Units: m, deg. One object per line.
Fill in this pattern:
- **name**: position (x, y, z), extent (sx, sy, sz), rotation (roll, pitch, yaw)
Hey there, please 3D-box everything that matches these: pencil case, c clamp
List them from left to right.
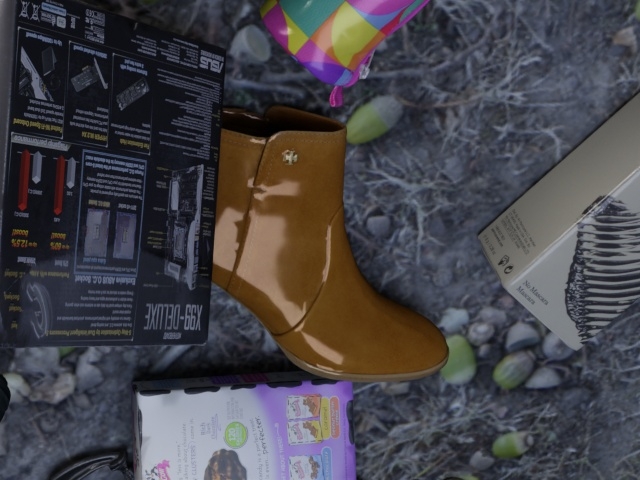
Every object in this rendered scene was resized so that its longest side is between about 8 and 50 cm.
- **c clamp**: position (-0.176, 0.248, 1.620), extent (0.137, 0.022, 0.161), rotation (-37, 122, 11)
- **pencil case**: position (0.060, -0.222, 1.360), extent (0.104, 0.104, 0.236), rotation (36, 107, -27)

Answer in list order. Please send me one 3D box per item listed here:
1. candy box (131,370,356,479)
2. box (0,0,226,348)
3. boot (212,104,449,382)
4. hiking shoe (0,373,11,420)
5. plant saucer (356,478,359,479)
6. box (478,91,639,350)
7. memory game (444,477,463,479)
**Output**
- **candy box**: position (-0.069, 0.205, 1.555), extent (0.196, 0.070, 0.165), rotation (-2, 95, -11)
- **box**: position (-0.173, -0.044, 1.255), extent (0.076, 0.307, 0.242), rotation (3, 89, 24)
- **boot**: position (-0.001, -0.001, 1.468), extent (0.295, 0.104, 0.211), rotation (12, 116, -13)
- **hiking shoe**: position (-0.398, 0.181, 1.435), extent (0.304, 0.132, 0.113), rotation (-16, 133, 14)
- **plant saucer**: position (-0.022, 0.309, 1.658), extent (0.200, 0.037, 0.200), rotation (-6, 121, -11)
- **box**: position (0.280, -0.040, 1.510), extent (0.275, 0.094, 0.113), rotation (-43, 119, 14)
- **memory game**: position (0.110, 0.314, 1.722), extent (0.186, 0.012, 0.186), rotation (-5, 119, -9)
